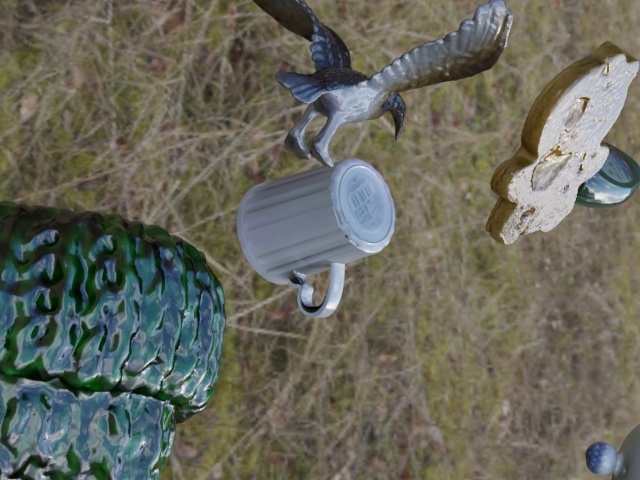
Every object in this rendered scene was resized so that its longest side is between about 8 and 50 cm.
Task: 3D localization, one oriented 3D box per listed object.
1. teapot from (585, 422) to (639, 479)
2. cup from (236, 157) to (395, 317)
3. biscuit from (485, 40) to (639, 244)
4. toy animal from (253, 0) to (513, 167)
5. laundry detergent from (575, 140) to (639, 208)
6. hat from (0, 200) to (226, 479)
[{"bbox_3d":[0.445,0.296,1.038,0.252,0.280,0.424,102,11,-47],"label":"teapot"},{"bbox_3d":[0.007,-0.009,1.386,0.167,0.202,0.221,-37,105,-47],"label":"cup"},{"bbox_3d":[0.264,-0.105,0.992,0.184,0.035,0.248,-17,138,-35],"label":"biscuit"},{"bbox_3d":[0.025,-0.141,0.852,0.160,0.273,0.197,-49,147,-23],"label":"toy animal"},{"bbox_3d":[0.375,-0.101,1.213,0.211,0.063,0.137,1,46,-44],"label":"laundry detergent"},{"bbox_3d":[-0.224,0.143,0.711,0.242,0.274,0.332,87,7,-73],"label":"hat"}]
